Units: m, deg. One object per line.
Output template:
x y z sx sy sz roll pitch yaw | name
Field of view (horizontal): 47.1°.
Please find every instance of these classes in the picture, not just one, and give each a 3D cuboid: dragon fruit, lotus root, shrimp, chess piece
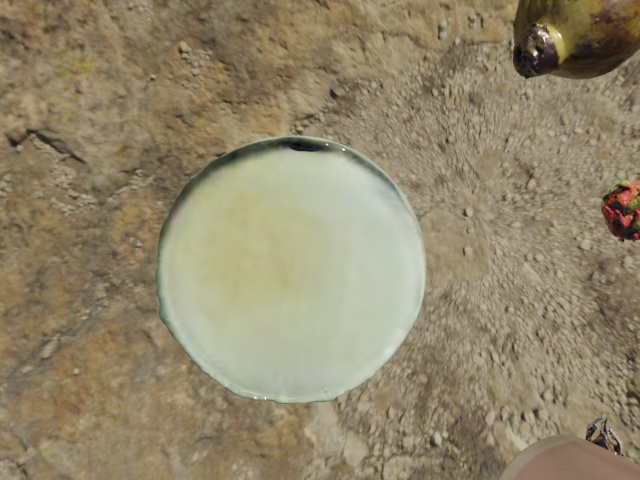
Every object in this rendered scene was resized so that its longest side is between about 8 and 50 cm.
0.781 -0.086 1.791 0.171 0.160 0.167 -23 43 26 | dragon fruit
0.274 -0.237 0.711 0.260 0.145 0.128 -43 98 -20 | lotus root
0.520 0.390 1.358 0.074 0.073 0.190 -16 127 3 | shrimp
0.000 0.000 0.463 0.133 0.243 0.133 1 98 8 | chess piece

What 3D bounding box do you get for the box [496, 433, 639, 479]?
0.316 0.379 0.782 0.216 0.300 0.301 11 95 48 | box
